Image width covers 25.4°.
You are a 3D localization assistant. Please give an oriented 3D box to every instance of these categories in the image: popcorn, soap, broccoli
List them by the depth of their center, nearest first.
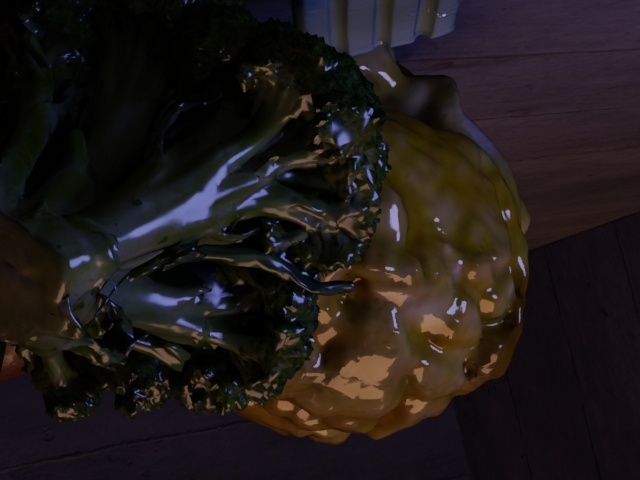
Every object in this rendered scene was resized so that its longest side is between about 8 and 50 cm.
[{"bbox_3d":[-0.113,-0.017,0.896,0.304,0.321,0.283,9,-158,20],"label":"broccoli"},{"bbox_3d":[0.035,-0.182,0.953,0.119,0.066,0.198,-14,172,-1],"label":"soap"},{"bbox_3d":[-0.007,0.009,1.222,0.354,0.344,0.390,-21,-174,31],"label":"popcorn"}]

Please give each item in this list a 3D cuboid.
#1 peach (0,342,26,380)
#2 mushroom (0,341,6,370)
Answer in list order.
[{"bbox_3d":[-0.342,0.019,1.391,0.235,0.214,0.214,25,-172,23],"label":"peach"},{"bbox_3d":[-0.375,0.120,1.163,0.212,0.217,0.292,7,141,-4],"label":"mushroom"}]
